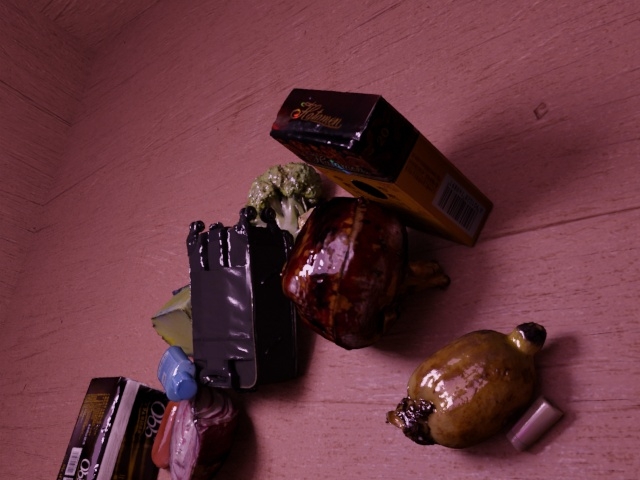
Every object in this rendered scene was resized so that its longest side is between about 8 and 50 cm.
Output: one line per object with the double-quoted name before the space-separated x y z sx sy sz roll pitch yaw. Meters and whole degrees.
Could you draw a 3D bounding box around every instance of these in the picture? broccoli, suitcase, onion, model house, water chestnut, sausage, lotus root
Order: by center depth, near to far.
"lotus root" 0.266 0.254 1.002 0.314 0.141 0.169 -37 48 10
"water chestnut" 0.094 0.072 1.190 0.335 0.347 0.335 15 -90 -89
"onion" -0.288 0.494 1.411 0.314 0.146 0.280 -138 60 -63
"suitcase" -0.193 0.153 1.415 0.283 0.194 0.434 -11 78 44
"broccoli" -0.134 -0.064 1.545 0.254 0.186 0.302 0 62 37
"sausage" -0.399 0.513 1.551 0.077 0.077 0.194 1 70 45
"model house" -0.344 0.202 1.660 0.194 0.170 0.211 -25 23 41

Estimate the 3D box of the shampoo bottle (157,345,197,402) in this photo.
"shampoo bottle" -0.351 0.333 1.419 0.258 0.061 0.104 5 74 68

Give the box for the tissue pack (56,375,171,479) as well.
"tissue pack" -0.571 0.576 1.572 0.210 0.198 0.370 -9 57 36

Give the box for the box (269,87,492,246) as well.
"box" 0.127 -0.144 1.160 0.264 0.415 0.116 23 84 49

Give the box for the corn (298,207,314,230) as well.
"corn" 0.000 0.000 1.385 0.085 0.165 0.063 -29 32 -12

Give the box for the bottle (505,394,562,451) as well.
"bottle" 0.352 0.304 0.957 0.096 0.045 0.045 -50 42 11
